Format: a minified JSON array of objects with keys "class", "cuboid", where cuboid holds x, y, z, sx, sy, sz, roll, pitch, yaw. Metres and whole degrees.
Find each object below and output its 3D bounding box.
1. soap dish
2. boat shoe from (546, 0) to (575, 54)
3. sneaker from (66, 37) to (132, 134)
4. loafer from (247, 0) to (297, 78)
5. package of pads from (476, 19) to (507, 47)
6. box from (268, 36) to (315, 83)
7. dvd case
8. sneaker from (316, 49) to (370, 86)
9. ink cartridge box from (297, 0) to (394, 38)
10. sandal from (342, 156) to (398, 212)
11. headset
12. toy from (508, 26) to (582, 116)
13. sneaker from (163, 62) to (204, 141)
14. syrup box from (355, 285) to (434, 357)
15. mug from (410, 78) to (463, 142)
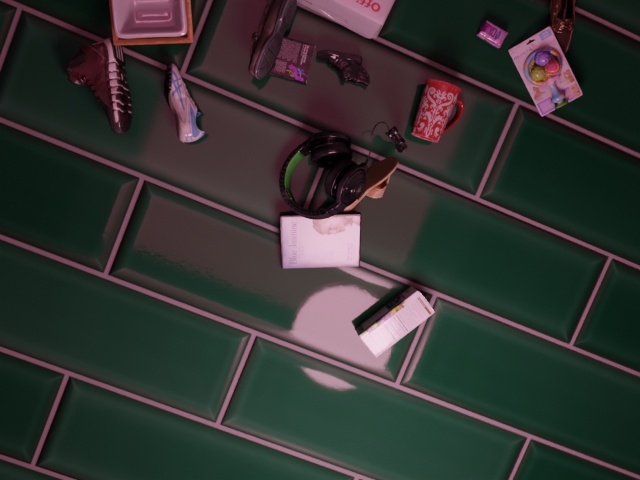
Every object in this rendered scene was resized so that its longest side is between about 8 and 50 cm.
[{"class":"soap dish","cuboid":[-0.488,-0.709,1.594,0.229,0.118,0.291,-4,97,-3]},{"class":"boat shoe","cuboid":[0.745,-0.676,1.709,0.073,0.073,0.207,-4,97,-4]},{"class":"sneaker","cuboid":[-0.655,-0.444,1.629,0.162,0.106,0.281,-7,87,3]},{"class":"loafer","cuboid":[-0.157,-0.604,1.626,0.084,0.096,0.267,23,86,15]},{"class":"package of pads","cuboid":[0.534,-0.641,1.717,0.083,0.032,0.050,28,91,-6]},{"class":"box","cuboid":[-0.106,-0.555,1.682,0.162,0.029,0.116,15,94,-4]},{"class":"dvd case","cuboid":[0.000,0.000,1.728,0.253,0.022,0.180,-1,112,-4]},{"class":"sneaker","cuboid":[0.070,-0.523,1.686,0.170,0.051,0.089,5,91,-8]},{"class":"ink cartridge box","cuboid":[0.128,-0.840,1.599,0.285,0.166,0.395,25,94,-6]},{"class":"sandal","cuboid":[0.160,-0.158,1.732,0.240,0.088,0.079,-40,129,8]},{"class":"headset","cuboid":[0.067,-0.217,1.663,0.394,0.185,0.243,-31,68,15]},{"class":"toy","cuboid":[0.703,-0.520,1.714,0.137,0.056,0.237,-28,103,17]},{"class":"sneaker","cuboid":[-0.411,-0.412,1.657,0.086,0.085,0.237,-17,94,-29]},{"class":"syrup box","cuboid":[0.235,0.255,1.758,0.237,0.093,0.096,-39,97,1]},{"class":"mug","cuboid":[0.365,-0.389,1.694,0.150,0.113,0.169,19,98,-4]}]
